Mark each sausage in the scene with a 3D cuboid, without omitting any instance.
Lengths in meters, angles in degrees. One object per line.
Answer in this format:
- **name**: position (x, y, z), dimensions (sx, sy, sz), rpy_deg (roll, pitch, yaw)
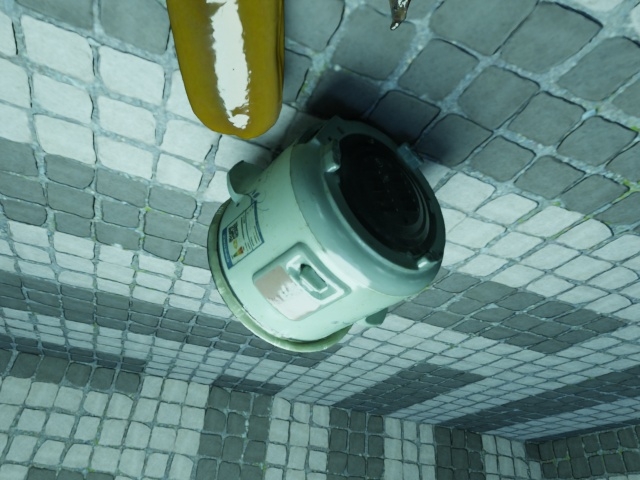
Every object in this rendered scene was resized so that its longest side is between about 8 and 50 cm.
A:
- **sausage**: position (-0.088, -0.235, 0.429), dimensions (0.112, 0.112, 0.328), rpy_deg (5, 145, -1)

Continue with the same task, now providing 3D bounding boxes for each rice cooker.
- **rice cooker**: position (0.000, 0.000, 0.637), dimensions (0.317, 0.264, 0.316), rpy_deg (13, 132, 15)

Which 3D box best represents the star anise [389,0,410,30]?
- **star anise**: position (0.067, -0.260, 0.406), dimensions (0.124, 0.056, 0.129), rpy_deg (-24, 137, 38)
